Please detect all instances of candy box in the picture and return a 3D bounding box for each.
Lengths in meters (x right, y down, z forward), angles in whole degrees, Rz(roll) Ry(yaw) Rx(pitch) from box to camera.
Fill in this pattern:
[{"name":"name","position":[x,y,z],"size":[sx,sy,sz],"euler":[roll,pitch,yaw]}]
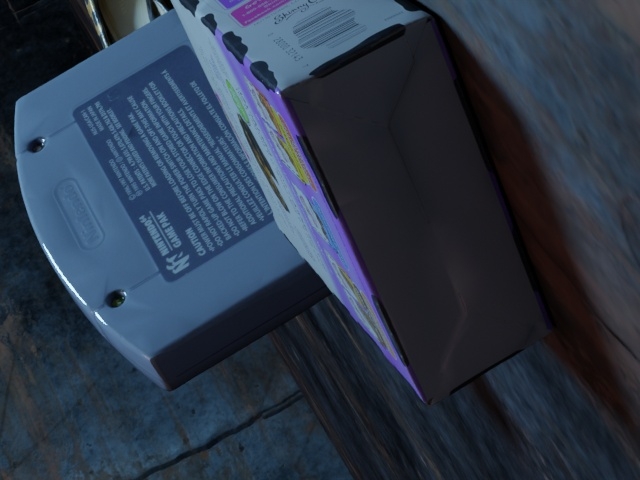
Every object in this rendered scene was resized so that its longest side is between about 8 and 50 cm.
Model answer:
[{"name":"candy box","position":[0.010,-0.046,0.669],"size":[0.165,0.070,0.196],"euler":[65,172,-31]}]

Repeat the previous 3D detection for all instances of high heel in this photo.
[{"name":"high heel","position":[-0.175,-0.196,1.331],"size":[0.186,0.093,0.261],"euler":[56,-176,-17]}]

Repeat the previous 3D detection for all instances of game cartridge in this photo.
[{"name":"game cartridge","position":[-0.098,-0.037,0.992],"size":[0.294,0.196,0.060],"euler":[56,171,43]}]
